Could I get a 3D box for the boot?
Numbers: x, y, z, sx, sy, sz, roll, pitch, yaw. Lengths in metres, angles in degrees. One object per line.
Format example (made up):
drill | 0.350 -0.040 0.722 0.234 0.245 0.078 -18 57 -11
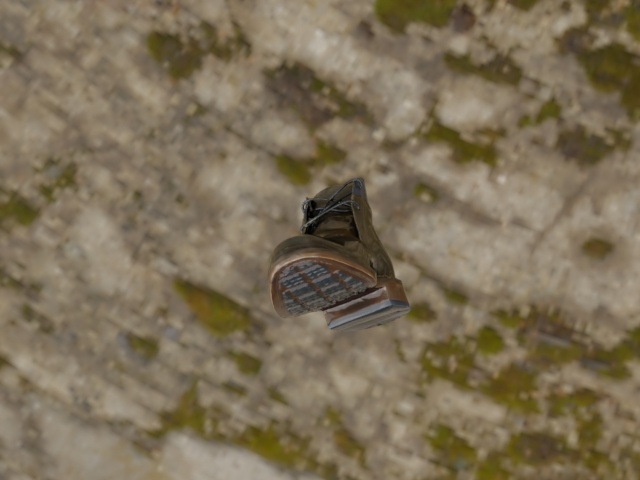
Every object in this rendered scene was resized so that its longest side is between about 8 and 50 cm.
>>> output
boot | 0.000 0.000 1.227 0.082 0.106 0.219 -20 163 12
